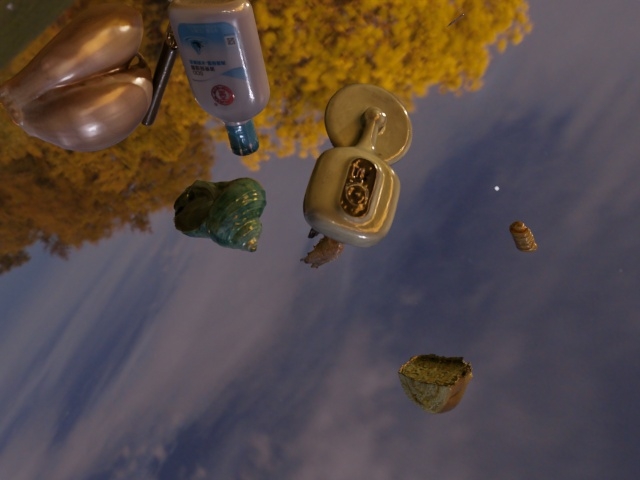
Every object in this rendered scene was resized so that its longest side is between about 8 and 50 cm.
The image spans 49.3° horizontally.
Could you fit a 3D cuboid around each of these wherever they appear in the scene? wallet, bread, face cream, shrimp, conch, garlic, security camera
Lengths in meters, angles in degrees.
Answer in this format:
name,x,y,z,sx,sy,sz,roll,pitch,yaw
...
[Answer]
name,x,y,z,sx,sy,sz,roll,pitch,yaw
wallet,-0.329,-0.342,1.440,0.110,0.031,0.198,-94,-153,-45
bread,0.238,0.297,1.389,0.103,0.110,0.156,-24,-165,-33
face cream,-0.181,-0.313,1.359,0.163,0.337,0.080,4,-134,14
shrimp,0.000,0.000,1.770,0.223,0.047,0.126,-34,-114,56
bread,0.405,-0.005,1.402,0.034,0.088,0.049,-48,-130,-6
conch,-0.196,-0.051,1.472,0.196,0.134,0.202,-46,-142,5
garlic,-0.430,-0.325,1.385,0.246,0.231,0.340,-22,-155,44
security camera,0.069,-0.137,1.130,0.080,0.157,0.301,128,-21,-65

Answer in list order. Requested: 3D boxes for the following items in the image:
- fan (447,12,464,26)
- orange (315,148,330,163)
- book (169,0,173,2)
name,x,y,z,sx,sy,sz,roll,pitch,yaw
fan,0.392,-0.634,1.992,0.056,0.004,0.083,-36,-174,-11
orange,0.024,-0.191,1.757,0.083,0.070,0.083,-56,-169,17
book,-0.349,-0.684,1.691,0.027,0.202,0.264,-12,-102,19
